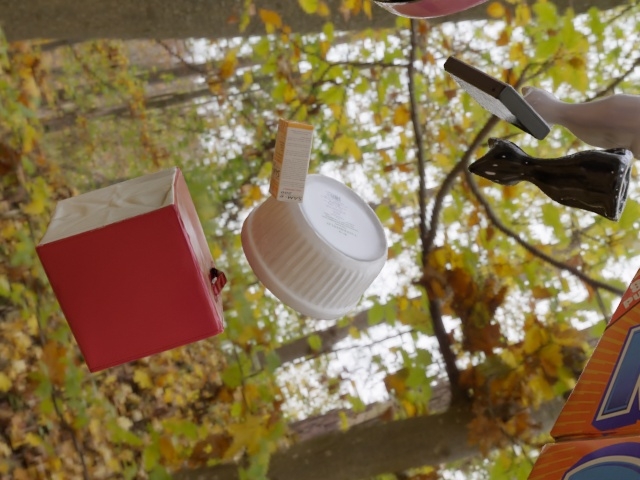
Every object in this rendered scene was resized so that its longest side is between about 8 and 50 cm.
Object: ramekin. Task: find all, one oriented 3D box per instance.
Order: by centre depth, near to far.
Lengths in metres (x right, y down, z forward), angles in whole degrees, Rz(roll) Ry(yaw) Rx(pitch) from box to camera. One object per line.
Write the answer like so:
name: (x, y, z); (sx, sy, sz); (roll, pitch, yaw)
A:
ramekin: (0.000, 0.000, 1.189); (0.109, 0.207, 0.207); (-46, -123, 33)

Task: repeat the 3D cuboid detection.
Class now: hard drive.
hard drive: (0.214, -0.176, 1.018); (0.094, 0.022, 0.135); (35, 9, -33)

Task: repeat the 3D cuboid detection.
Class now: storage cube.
storage cube: (-0.251, 0.033, 1.140); (0.184, 0.215, 0.193); (-110, -178, -67)

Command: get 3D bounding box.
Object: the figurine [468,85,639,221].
figurine: (0.342, -0.140, 1.164); (0.209, 0.215, 0.092); (16, -39, 27)

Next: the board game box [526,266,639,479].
board game box: (0.358, 0.211, 0.458); (0.356, 0.356, 0.356); (42, -27, -7)

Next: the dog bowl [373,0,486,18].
dog bowl: (0.152, -0.402, 0.849); (0.150, 0.408, 0.408); (40, 0, -33)

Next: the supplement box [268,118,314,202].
supplement box: (-0.038, -0.102, 1.052); (0.062, 0.036, 0.098); (-138, -124, -72)
